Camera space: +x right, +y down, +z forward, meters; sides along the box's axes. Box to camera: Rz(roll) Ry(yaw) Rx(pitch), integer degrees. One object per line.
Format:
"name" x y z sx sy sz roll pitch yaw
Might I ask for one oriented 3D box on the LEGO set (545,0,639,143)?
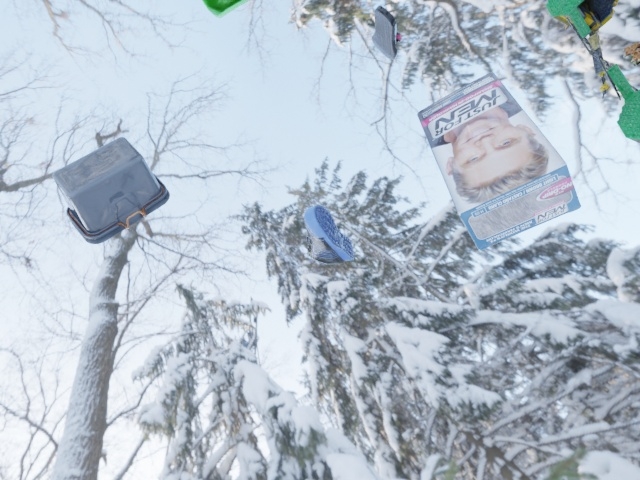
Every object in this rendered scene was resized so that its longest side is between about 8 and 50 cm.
"LEGO set" 0.453 -0.251 0.538 0.192 0.331 0.255 9 -42 -28

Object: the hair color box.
"hair color box" 0.306 -0.161 0.847 0.174 0.347 0.105 -27 -52 19

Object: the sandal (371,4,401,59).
"sandal" 0.140 -0.423 0.933 0.067 0.179 0.040 42 -88 7

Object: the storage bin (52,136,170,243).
"storage bin" -0.289 -0.071 0.635 0.135 0.098 0.091 -38 -24 -22

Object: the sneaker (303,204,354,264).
"sneaker" 0.000 0.000 1.031 0.090 0.081 0.232 -14 -30 18

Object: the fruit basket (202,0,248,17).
"fruit basket" -0.212 -0.465 0.580 0.392 0.283 0.392 -8 -74 -30
